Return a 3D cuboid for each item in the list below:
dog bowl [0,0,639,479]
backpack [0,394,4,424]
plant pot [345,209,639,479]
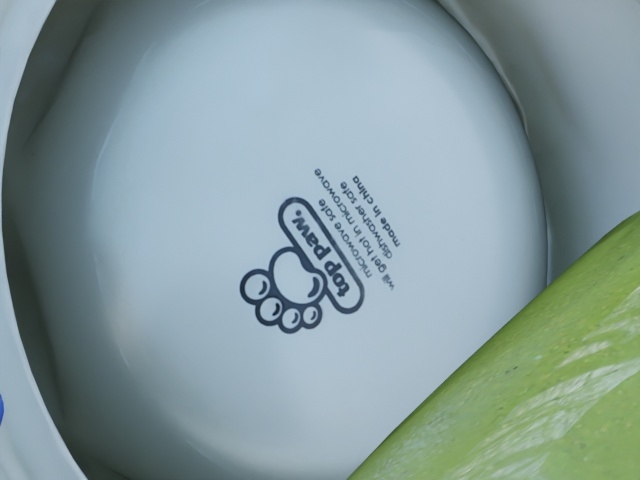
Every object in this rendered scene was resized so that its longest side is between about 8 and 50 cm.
[{"bbox_3d":[0.000,0.000,0.762,0.408,0.408,0.150,0,-3,-31],"label":"dog bowl"},{"bbox_3d":[-0.144,0.050,0.415,0.101,0.098,0.120,15,55,30],"label":"backpack"},{"bbox_3d":[0.063,0.167,0.453,0.293,0.275,0.275,-29,57,-34],"label":"plant pot"}]
